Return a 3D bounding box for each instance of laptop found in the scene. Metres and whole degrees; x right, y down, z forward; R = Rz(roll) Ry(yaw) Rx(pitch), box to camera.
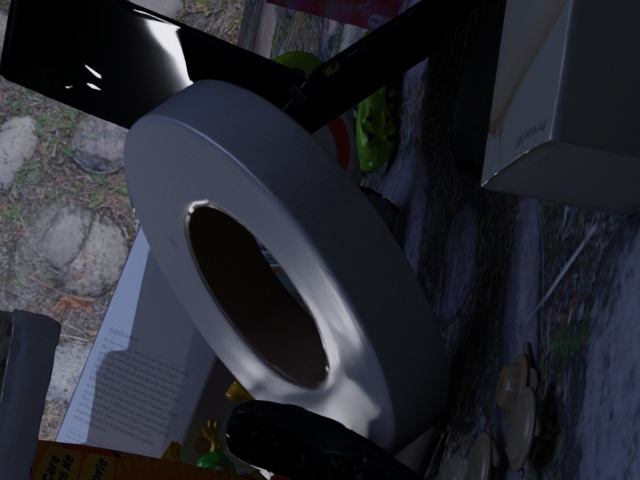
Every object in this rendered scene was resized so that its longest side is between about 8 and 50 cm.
[{"bbox_3d":[-0.067,-0.219,1.838,0.236,0.408,0.382,55,164,1],"label":"laptop"}]

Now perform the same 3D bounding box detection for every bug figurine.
[{"bbox_3d":[-0.092,0.195,2.048,0.279,0.072,0.216,-57,-11,-2],"label":"bug figurine"}]

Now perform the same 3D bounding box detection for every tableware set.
[{"bbox_3d":[0.143,0.164,1.467,0.141,0.020,0.168,-94,17,-63],"label":"tableware set"}]

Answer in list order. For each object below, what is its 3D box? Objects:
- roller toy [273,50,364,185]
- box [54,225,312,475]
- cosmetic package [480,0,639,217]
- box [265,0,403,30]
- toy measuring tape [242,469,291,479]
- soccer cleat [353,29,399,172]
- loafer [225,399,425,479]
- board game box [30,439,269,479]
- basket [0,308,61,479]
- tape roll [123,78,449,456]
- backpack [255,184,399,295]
[{"bbox_3d":[-0.048,-0.108,2.328,0.209,0.191,0.146,-39,8,-4],"label":"roller toy"},{"bbox_3d":[-0.145,0.141,2.263,0.215,0.168,0.345,27,-95,-63],"label":"box"},{"bbox_3d":[0.200,-0.186,1.275,0.160,0.113,0.309,139,142,-74],"label":"cosmetic package"},{"bbox_3d":[0.052,-0.381,1.948,0.300,0.142,0.154,114,165,-45],"label":"box"},{"bbox_3d":[-0.069,0.309,2.184,0.330,0.121,0.121,-163,84,-80],"label":"toy measuring tape"},{"bbox_3d":[0.059,-0.162,2.188,0.072,0.060,0.178,116,160,-60],"label":"soccer cleat"},{"bbox_3d":[0.020,0.198,1.686,0.078,0.223,0.076,-12,-59,-58],"label":"loafer"},{"bbox_3d":[-0.141,0.429,1.796,0.356,0.356,0.356,123,156,-65],"label":"board game box"},{"bbox_3d":[-0.392,0.235,1.639,0.331,0.267,0.328,126,155,-62],"label":"basket"},{"bbox_3d":[-0.037,0.034,1.745,0.072,0.392,0.392,-35,-7,-22],"label":"tape roll"},{"bbox_3d":[0.000,0.000,2.065,0.182,0.152,0.115,-8,73,38],"label":"backpack"}]
